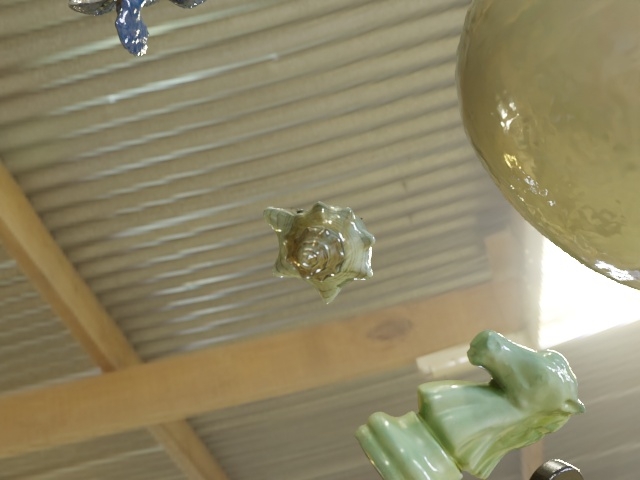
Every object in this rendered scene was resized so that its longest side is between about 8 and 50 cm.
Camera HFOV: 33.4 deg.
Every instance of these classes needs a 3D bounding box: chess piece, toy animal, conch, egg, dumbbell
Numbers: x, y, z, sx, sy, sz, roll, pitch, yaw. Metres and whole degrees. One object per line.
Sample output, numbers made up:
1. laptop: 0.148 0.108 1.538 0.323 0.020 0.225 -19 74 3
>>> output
1. chess piece: 0.208 0.241 1.455 0.298 0.175 0.175 -36 -37 -1
2. toy animal: -0.227 -0.323 1.352 0.239 0.176 0.255 -1 10 11
3. conch: -0.008 0.009 1.273 0.137 0.114 0.234 18 0 -10
4. egg: 0.193 -0.108 0.726 0.201 0.337 0.337 -8 -34 10
5. dumbbell: 0.384 0.384 1.487 0.100 0.191 0.100 -10 -73 -33
